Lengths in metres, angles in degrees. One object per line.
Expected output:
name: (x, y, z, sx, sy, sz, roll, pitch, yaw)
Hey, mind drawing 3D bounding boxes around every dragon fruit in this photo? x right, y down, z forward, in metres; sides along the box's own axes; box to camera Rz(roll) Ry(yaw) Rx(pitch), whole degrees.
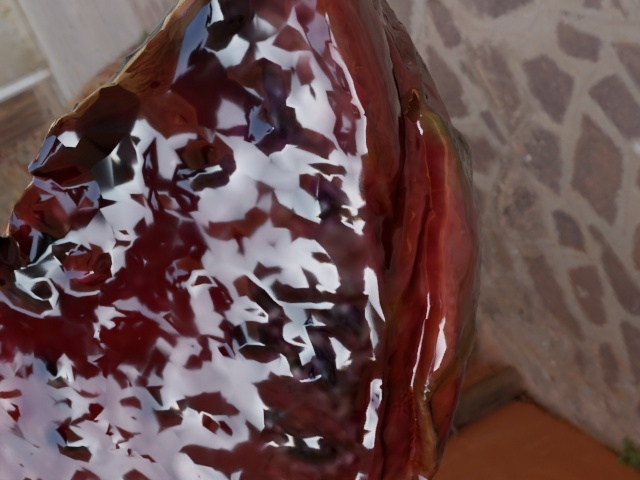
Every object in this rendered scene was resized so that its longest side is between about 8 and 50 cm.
dragon fruit: (0.008, 0.006, 0.473, 0.228, 0.286, 0.329, 39, -160, 1)
